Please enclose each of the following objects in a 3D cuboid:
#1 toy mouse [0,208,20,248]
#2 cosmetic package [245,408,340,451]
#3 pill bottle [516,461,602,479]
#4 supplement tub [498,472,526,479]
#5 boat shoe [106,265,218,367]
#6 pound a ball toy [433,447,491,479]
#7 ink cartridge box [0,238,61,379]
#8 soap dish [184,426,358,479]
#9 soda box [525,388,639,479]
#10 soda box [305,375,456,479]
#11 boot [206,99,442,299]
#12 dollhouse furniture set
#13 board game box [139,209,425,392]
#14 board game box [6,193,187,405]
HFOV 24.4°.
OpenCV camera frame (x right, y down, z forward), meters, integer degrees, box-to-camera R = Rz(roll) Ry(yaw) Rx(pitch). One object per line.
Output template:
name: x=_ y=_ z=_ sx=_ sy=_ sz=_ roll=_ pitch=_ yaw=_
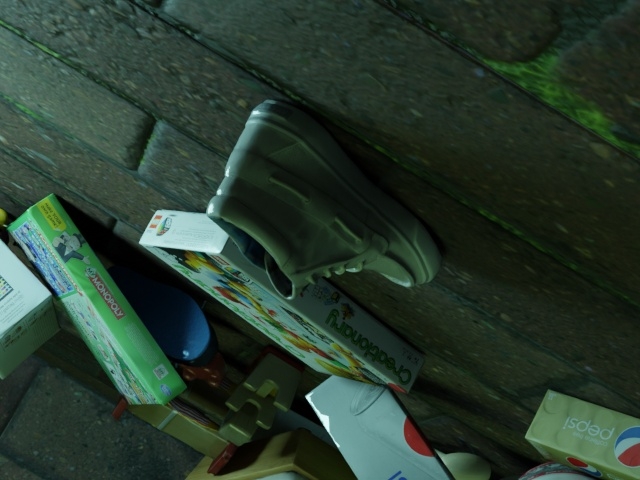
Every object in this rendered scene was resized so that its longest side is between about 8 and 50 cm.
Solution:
toy mouse: x=-0.481 y=-0.013 z=2.285 sx=0.161 sy=0.031 sz=0.143 roll=18 pitch=161 yaw=37
cosmetic package: x=-0.038 y=0.355 z=2.564 sx=0.231 sy=0.085 sz=0.117 roll=29 pitch=165 yaw=7
pill bottle: x=0.282 y=0.340 z=1.676 sx=0.176 sy=0.176 sz=0.318 roll=26 pitch=-179 yaw=12
supplement tub: x=0.313 y=0.465 z=1.993 sx=0.228 sy=0.228 sz=0.316 roll=21 pitch=162 yaw=30
boat shoe: x=-0.220 y=0.110 z=2.106 sx=0.258 sy=0.109 sz=0.089 roll=37 pitch=166 yaw=44
pound a ball toy: x=0.183 y=0.393 z=2.198 sx=0.135 sy=0.208 sz=0.319 roll=9 pitch=-178 yaw=-13
ink cartridge box: x=-0.534 y=0.053 z=2.237 sx=0.272 sy=0.130 sz=0.309 roll=46 pitch=166 yaw=4
soap dish: x=-0.057 y=0.414 z=2.419 sx=0.229 sy=0.118 sz=0.290 roll=36 pitch=142 yaw=-30
soda box: x=0.305 y=0.213 z=1.516 sx=0.181 sy=0.061 sz=0.058 roll=16 pitch=161 yaw=40
soda box: x=0.098 y=0.281 z=1.821 sx=0.286 sy=0.098 sz=0.091 roll=55 pitch=-178 yaw=36
boot: x=0.000 y=0.000 z=1.268 sx=0.095 sy=0.123 sz=0.258 roll=12 pitch=157 yaw=48
dollhouse furniture set: x=-0.164 y=0.206 z=2.274 sx=0.201 sy=0.152 sz=0.374 roll=32 pitch=148 yaw=-6
board game box: x=-0.044 y=0.069 z=1.707 sx=0.305 sy=0.053 sz=0.193 roll=38 pitch=163 yaw=-29
board game box: x=-0.316 y=0.090 z=2.057 sx=0.317 sy=0.046 sz=0.213 roll=57 pitch=159 yaw=-6
